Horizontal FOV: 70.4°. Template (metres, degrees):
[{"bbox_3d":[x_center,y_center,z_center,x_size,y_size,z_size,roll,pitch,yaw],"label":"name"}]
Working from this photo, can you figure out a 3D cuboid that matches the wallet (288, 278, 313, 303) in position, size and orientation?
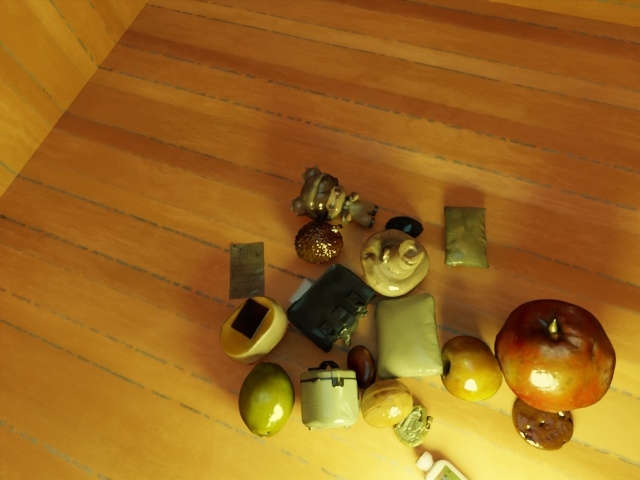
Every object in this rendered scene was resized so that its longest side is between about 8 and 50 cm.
[{"bbox_3d":[-0.080,0.228,1.950,0.061,0.025,0.122,34,73,12],"label":"wallet"}]

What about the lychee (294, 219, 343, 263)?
[{"bbox_3d":[0.000,0.000,1.950,0.238,0.200,0.200,-40,64,19],"label":"lychee"}]

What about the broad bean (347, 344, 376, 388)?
[{"bbox_3d":[0.161,0.492,1.770,0.114,0.084,0.165,-31,61,7],"label":"broad bean"}]

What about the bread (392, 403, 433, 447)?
[{"bbox_3d":[0.342,0.680,1.674,0.117,0.064,0.156,28,73,16],"label":"bread"}]

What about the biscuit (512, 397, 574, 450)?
[{"bbox_3d":[0.807,0.652,1.649,0.212,0.036,0.212,-2,64,5],"label":"biscuit"}]

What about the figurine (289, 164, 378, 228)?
[{"bbox_3d":[0.069,-0.171,2.031,0.381,0.203,0.248,20,84,1],"label":"figurine"}]

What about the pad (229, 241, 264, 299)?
[{"bbox_3d":[-0.330,0.131,2.030,0.160,0.009,0.265,-6,66,3],"label":"pad"}]

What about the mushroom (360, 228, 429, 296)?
[{"bbox_3d":[0.307,0.067,1.827,0.293,0.290,0.292,3,66,-6],"label":"mushroom"}]

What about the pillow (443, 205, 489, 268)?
[{"bbox_3d":[0.626,-0.015,1.952,0.185,0.075,0.302,4,64,6],"label":"pillow"}]

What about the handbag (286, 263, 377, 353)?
[{"bbox_3d":[0.059,0.284,1.859,0.269,0.118,0.326,38,76,27],"label":"handbag"}]

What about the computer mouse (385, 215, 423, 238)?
[{"bbox_3d":[0.370,-0.062,2.010,0.172,0.057,0.099,7,68,13],"label":"computer mouse"}]

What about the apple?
[{"bbox_3d":[0.554,0.471,1.669,0.208,0.237,0.237,5,65,-9],"label":"apple"}]

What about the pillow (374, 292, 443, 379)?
[{"bbox_3d":[0.333,0.370,1.761,0.255,0.120,0.322,-12,56,22],"label":"pillow"}]

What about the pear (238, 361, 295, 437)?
[{"bbox_3d":[-0.201,0.592,1.700,0.212,0.212,0.269,-2,61,6],"label":"pear"}]

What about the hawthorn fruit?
[{"bbox_3d":[0.808,0.373,1.577,0.403,0.403,0.402,-2,66,5],"label":"hawthorn fruit"}]

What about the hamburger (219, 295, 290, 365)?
[{"bbox_3d":[-0.272,0.362,1.846,0.295,0.151,0.227,-46,63,-6],"label":"hamburger"}]

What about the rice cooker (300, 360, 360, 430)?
[{"bbox_3d":[0.033,0.570,1.677,0.226,0.226,0.244,-7,70,3],"label":"rice cooker"}]

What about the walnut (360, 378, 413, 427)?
[{"bbox_3d":[0.238,0.593,1.659,0.197,0.165,0.165,-37,62,27],"label":"walnut"}]

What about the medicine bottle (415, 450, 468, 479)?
[{"bbox_3d":[0.435,0.839,1.584,0.219,0.078,0.115,40,78,21],"label":"medicine bottle"}]
